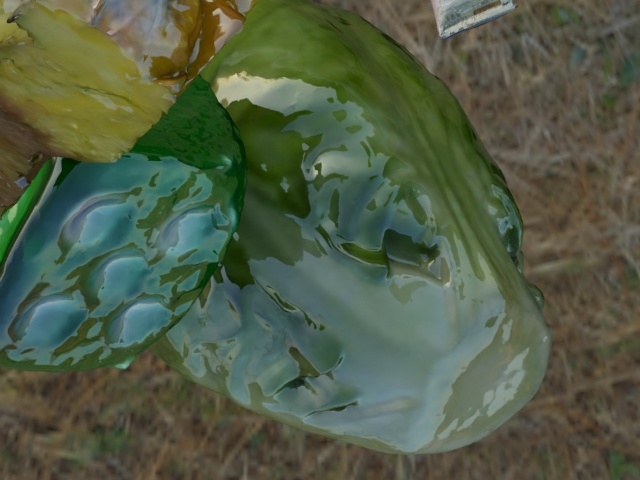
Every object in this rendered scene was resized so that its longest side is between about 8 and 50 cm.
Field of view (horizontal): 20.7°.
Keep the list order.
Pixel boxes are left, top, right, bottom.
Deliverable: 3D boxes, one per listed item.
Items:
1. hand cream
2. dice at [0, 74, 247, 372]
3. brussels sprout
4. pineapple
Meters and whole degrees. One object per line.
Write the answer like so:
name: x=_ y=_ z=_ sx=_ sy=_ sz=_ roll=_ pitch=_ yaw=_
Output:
hand cream: x=0.098 y=-0.222 z=1.306 sx=0.061 sy=0.143 sz=0.039 roll=-20 pitch=163 yaw=9
dice: x=-0.117 y=-0.024 z=0.795 sx=0.120 sy=0.128 sz=0.131 roll=5 pitch=124 yaw=-44
brussels sprout: x=0.000 y=0.000 z=0.960 sx=0.271 sy=0.210 sz=0.219 roll=45 pitch=111 yaw=24
pineapple: x=-0.069 y=-0.077 z=0.518 sx=0.079 sy=0.135 sz=0.233 roll=34 pitch=154 yaw=-22
